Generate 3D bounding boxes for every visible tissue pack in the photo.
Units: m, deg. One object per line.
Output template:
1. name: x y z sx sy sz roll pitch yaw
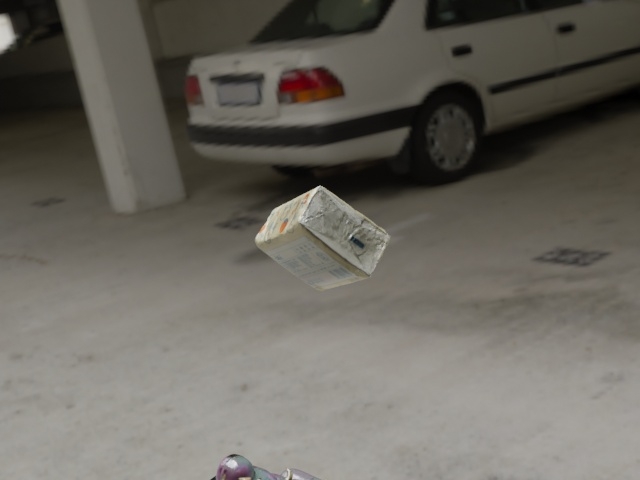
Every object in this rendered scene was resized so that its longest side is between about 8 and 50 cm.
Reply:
1. tissue pack: 0.000 0.000 1.725 0.092 0.148 0.196 -60 16 -22

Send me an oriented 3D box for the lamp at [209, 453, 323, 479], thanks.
1. lamp: -0.087 0.514 1.931 0.247 0.247 0.301 21 2 42

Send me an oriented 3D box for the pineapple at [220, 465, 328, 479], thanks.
1. pineapple: 0.002 0.391 1.369 0.286 0.344 0.209 -21 29 2
